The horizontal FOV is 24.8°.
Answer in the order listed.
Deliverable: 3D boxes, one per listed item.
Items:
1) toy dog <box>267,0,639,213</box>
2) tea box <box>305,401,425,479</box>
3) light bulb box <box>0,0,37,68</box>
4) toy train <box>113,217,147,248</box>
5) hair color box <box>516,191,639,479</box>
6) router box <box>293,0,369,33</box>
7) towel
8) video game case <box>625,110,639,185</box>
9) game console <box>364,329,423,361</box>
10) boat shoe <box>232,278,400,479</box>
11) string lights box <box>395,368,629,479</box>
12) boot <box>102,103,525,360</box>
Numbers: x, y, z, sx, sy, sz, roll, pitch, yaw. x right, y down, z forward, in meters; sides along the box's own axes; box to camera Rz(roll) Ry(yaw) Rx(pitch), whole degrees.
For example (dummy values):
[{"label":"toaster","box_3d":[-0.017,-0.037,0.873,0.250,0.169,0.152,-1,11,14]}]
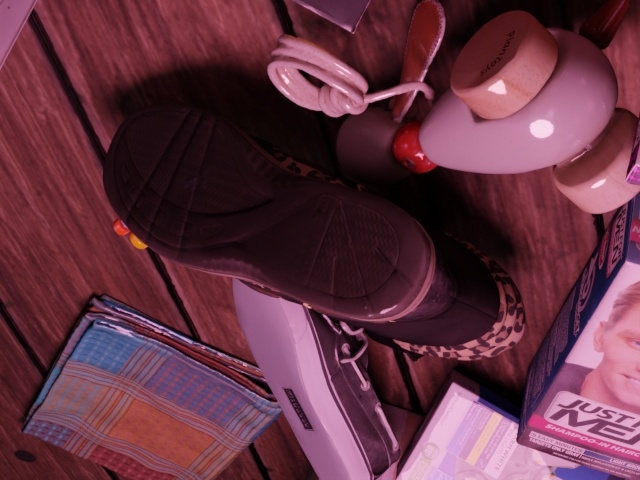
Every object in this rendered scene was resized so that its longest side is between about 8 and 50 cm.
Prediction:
[{"label":"toy dog","box_3d":[0.140,-0.129,1.202,0.334,0.161,0.220,15,154,42]},{"label":"tea box","box_3d":[0.059,0.418,1.763,0.220,0.329,0.323,19,141,-1]},{"label":"light bulb box","box_3d":[-0.452,-0.184,1.179,0.358,0.361,0.225,33,140,-19]},{"label":"toy train","box_3d":[-0.135,-0.032,1.511,0.166,0.046,0.125,11,137,6]},{"label":"hair color box","box_3d":[0.329,0.106,1.450,0.174,0.105,0.347,17,142,0]},{"label":"router box","box_3d":[-0.048,-0.232,1.153,0.179,0.133,0.046,26,102,-11]},{"label":"towel","box_3d":[-0.221,0.219,1.861,0.271,0.040,0.370,26,142,-10]},{"label":"video game case","box_3d":[0.360,-0.116,1.075,0.232,0.210,0.042,14,162,5]},{"label":"game console","box_3d":[0.081,0.067,1.574,0.107,0.071,0.122,-31,128,9]},{"label":"boat shoe","box_3d":[0.005,0.133,1.602,0.113,0.105,0.306,-7,113,59]},{"label":"string lights box","box_3d":[0.229,0.268,1.628,0.260,0.077,0.133,29,98,1]},{"label":"boot","box_3d":[0.000,0.000,1.371,0.377,0.138,0.284,20,177,35]}]
